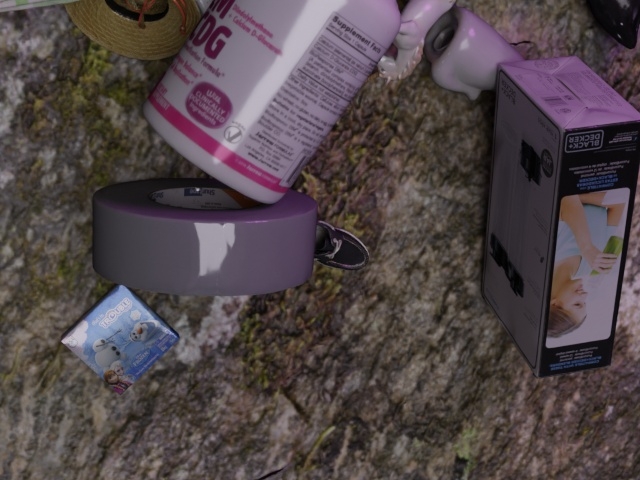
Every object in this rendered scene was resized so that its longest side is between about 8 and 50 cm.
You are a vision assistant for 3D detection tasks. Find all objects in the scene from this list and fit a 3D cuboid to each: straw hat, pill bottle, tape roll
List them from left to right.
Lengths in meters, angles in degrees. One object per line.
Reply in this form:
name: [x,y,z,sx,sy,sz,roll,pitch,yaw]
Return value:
straw hat: [-0.177,-0.247,1.170,0.144,0.144,0.061,28,55,-17]
tape roll: [-0.113,-0.008,1.161,0.219,0.219,0.072,0,104,-12]
pill bottle: [-0.027,-0.191,1.108,0.160,0.160,0.283,33,99,-17]

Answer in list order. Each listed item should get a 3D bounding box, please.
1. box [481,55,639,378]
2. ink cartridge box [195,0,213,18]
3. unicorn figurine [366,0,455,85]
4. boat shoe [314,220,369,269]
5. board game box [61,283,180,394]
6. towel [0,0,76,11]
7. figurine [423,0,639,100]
box: [0.242,-0.024,1.225,0.087,0.169,0.290,-7,121,-12]
ink cartridge box: [-0.041,-0.360,1.177,0.275,0.060,0.239,-30,107,-4]
unicorn figurine: [0.092,-0.230,1.210,0.162,0.060,0.111,-39,137,1]
boat shoe: [0.000,0.000,1.282,0.125,0.038,0.046,31,95,-17]
board game box: [-0.214,0.104,1.269,0.090,0.020,0.090,-44,107,1]
towel: [-0.390,-0.304,1.072,0.324,0.038,0.248,-12,113,6]
figurine: [0.241,-0.222,1.262,0.209,0.092,0.215,27,97,-21]
